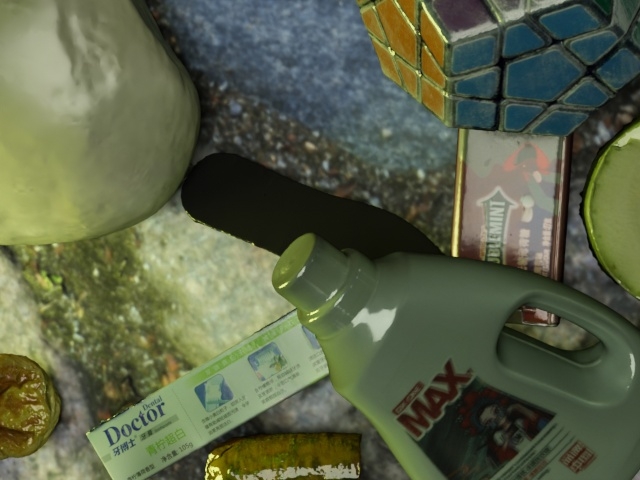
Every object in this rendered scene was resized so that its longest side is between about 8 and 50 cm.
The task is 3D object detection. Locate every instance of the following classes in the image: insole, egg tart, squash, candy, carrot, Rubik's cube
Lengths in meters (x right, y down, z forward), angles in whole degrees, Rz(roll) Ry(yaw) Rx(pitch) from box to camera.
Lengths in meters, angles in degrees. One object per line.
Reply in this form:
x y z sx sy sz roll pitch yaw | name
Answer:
0.000 0.000 1.427 0.348 0.009 0.119 26 78 23 | insole
-0.360 0.189 1.541 0.130 0.052 0.130 -3 97 -26 | egg tart
0.358 -0.035 1.324 0.220 0.133 0.220 0 88 14 | squash
-0.355 -0.170 1.466 0.427 0.186 0.386 -15 95 19 | candy
-0.036 0.246 1.466 0.173 0.082 0.082 -2 94 12 | carrot
0.181 -0.251 1.264 0.319 0.319 0.264 -16 56 15 | Rubik's cube

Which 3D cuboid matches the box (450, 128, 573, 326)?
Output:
0.193 -0.028 1.390 0.120 0.069 0.224 3 95 15 | box

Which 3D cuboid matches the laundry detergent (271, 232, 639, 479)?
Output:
0.134 0.115 1.301 0.398 0.125 0.264 38 105 -21 | laundry detergent

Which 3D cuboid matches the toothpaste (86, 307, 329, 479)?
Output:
-0.093 0.156 1.479 0.336 0.067 0.081 -31 88 15 | toothpaste
